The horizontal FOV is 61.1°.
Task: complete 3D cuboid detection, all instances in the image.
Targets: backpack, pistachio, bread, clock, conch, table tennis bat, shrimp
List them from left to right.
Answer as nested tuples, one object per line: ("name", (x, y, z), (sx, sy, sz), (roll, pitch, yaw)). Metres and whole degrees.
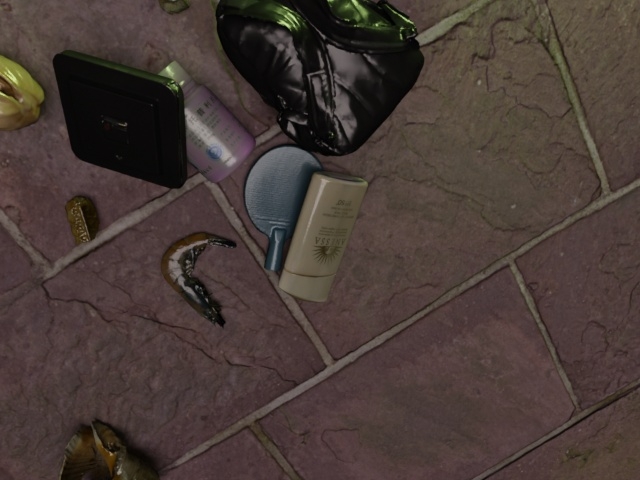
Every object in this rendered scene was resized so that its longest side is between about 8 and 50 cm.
("pistachio", (-0.704, -0.319, 1.134), (0.229, 0.157, 0.157), (24, 102, -11))
("bread", (-0.564, -0.052, 1.289), (0.066, 0.060, 0.110), (-16, 108, -19))
("conch", (-0.581, 0.661, 1.449), (0.324, 0.263, 0.186), (51, 120, 13))
("clock", (-0.422, -0.244, 1.154), (0.279, 0.049, 0.273), (17, 136, 6))
("shrimp", (-0.275, 0.097, 1.399), (0.198, 0.051, 0.262), (-34, 108, 1))
("table tennis bat", (-0.095, -0.080, 1.378), (0.215, 0.044, 0.329), (7, 105, -17))
("backpack", (-0.013, -0.410, 1.176), (0.446, 0.255, 0.363), (37, 92, -17))

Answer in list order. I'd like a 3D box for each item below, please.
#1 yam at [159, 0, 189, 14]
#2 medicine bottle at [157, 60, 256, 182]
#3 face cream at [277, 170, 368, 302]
("yam", (-0.353, -0.638, 1.126), (0.071, 0.067, 0.317), (-14, 110, 9))
("medicine bottle", (-0.279, -0.264, 1.221), (0.152, 0.152, 0.254), (-43, 112, 5))
("face cream", (0.000, 0.000, 1.379), (0.173, 0.081, 0.348), (4, 113, -40))
